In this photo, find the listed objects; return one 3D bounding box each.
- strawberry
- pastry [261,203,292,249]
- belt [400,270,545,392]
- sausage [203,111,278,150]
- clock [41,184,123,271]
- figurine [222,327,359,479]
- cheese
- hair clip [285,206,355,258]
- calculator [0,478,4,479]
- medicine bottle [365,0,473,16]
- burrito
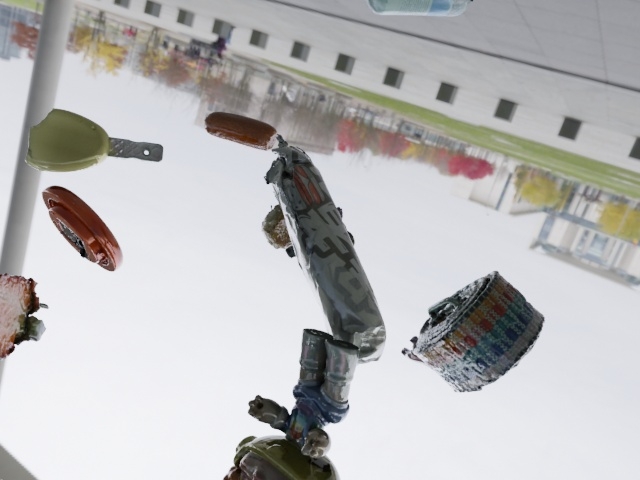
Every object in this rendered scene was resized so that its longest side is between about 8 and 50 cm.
[{"bbox_3d":[-0.696,0.152,1.141,0.106,0.188,0.286,2,160,7],"label":"strawberry"},{"bbox_3d":[-0.109,-0.043,1.698,0.153,0.153,0.081,9,-166,-34],"label":"pastry"},{"bbox_3d":[0.287,0.173,1.066,0.160,0.207,0.295,43,162,5],"label":"belt"},{"bbox_3d":[-0.206,-0.282,1.394,0.197,0.076,0.076,17,-167,14],"label":"sausage"},{"bbox_3d":[-0.467,-0.019,1.066,0.205,0.205,0.051,26,-125,29],"label":"clock"},{"bbox_3d":[-0.014,0.337,0.848,0.224,0.382,0.205,35,-167,33],"label":"figurine"},{"bbox_3d":[-0.449,-0.193,1.100,0.255,0.127,0.050,3,174,-18],"label":"cheese"},{"bbox_3d":[0.001,-0.003,1.385,0.187,0.056,0.146,-18,-109,-19],"label":"hair clip"},{"bbox_3d":[-0.692,0.551,1.035,0.033,0.237,0.157,11,154,44],"label":"calculator"},{"bbox_3d":[0.104,-0.346,0.721,0.208,0.090,0.054,-5,-145,-16],"label":"medicine bottle"},{"bbox_3d":[-0.002,0.000,0.935,0.101,0.446,0.139,-21,168,-6],"label":"burrito"}]
